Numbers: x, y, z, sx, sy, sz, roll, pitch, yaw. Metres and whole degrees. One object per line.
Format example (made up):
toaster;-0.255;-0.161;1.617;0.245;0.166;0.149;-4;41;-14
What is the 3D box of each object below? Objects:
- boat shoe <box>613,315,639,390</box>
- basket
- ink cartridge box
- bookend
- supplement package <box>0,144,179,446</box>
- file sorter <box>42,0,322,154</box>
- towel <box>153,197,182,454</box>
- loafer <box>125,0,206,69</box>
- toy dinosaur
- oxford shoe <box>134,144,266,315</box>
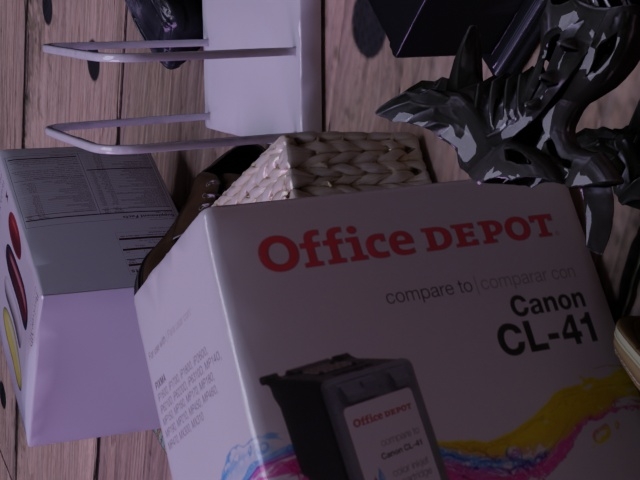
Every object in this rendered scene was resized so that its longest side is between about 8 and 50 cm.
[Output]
boat shoe;0.176;0.088;0.552;0.135;0.050;0.045;54;136;44
basket;0.000;0.000;0.815;0.167;0.113;0.103;-35;61;60
ink cartridge box;0.053;0.133;0.612;0.131;0.226;0.306;-41;60;58
bookend;0.027;-0.164;0.672;0.157;0.156;0.072;66;148;28
supplement package;-0.216;0.047;1.131;0.203;0.149;0.194;-120;34;-43
file sorter;-0.116;-0.212;0.927;0.193;0.173;0.278;21;113;60
towel;-0.100;0.137;1.120;0.370;0.040;0.272;39;129;54
loafer;-0.165;-0.258;1.115;0.078;0.076;0.223;-52;54;44
toy dinosaur;0.142;-0.116;0.484;0.322;0.164;0.218;-102;35;-62
oxford shoe;-0.085;-0.004;0.923;0.227;0.082;0.096;-78;11;-53
